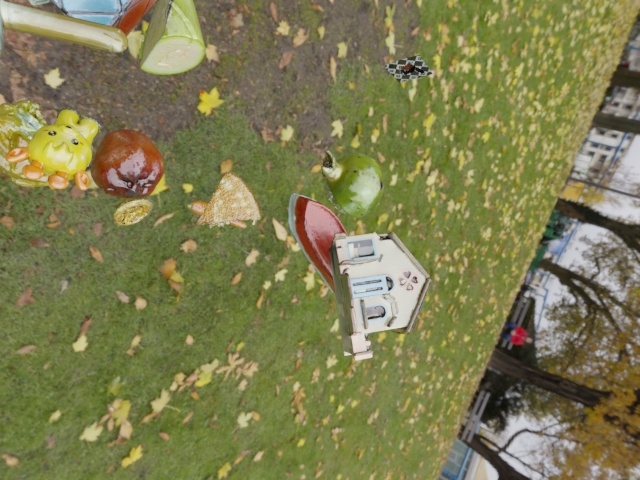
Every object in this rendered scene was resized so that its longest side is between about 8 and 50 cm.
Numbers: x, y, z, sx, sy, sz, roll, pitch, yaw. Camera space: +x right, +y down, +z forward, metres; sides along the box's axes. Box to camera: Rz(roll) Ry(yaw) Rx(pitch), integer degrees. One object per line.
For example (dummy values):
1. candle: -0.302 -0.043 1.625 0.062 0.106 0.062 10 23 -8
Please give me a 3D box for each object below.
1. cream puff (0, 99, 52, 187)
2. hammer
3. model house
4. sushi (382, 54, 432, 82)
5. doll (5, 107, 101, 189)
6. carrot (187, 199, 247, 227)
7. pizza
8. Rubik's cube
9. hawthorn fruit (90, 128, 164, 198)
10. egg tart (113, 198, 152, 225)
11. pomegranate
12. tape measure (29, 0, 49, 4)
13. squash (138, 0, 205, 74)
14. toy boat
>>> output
1. cream puff: -1.036 -0.306 1.424 0.274 0.323 0.269 -43 -171 34
2. hammer: -0.515 -0.397 0.742 0.306 0.113 0.201 -1 79 -30
3. model house: 0.166 0.133 1.095 0.169 0.245 0.325 134 -51 -72
4. sushi: 0.288 -0.571 1.348 0.120 0.126 0.026 18 75 -52
5. doll: -0.537 -0.181 0.849 0.143 0.220 0.135 24 123 -30
6. carrot: -0.426 -0.109 1.698 0.271 0.066 0.062 21 68 -43
7. pizza: -0.300 -0.104 1.301 0.199 0.188 0.062 -30 -179 -1
8. Rubik's cube: -0.591 -0.678 1.100 0.205 0.205 0.207 -44 -158 12
9. hawthorn fruit: -0.809 -0.328 1.749 0.295 0.295 0.311 64 26 -61
10. egg tart: -0.598 -0.100 1.305 0.129 0.049 0.129 -33 167 -8
11. pomegranate: 0.119 -0.238 1.660 0.341 0.261 0.260 32 81 -45
12. tape measure: -0.917 -0.956 1.377 0.262 0.138 0.259 -24 151 -24
13. squash: -0.517 -0.753 1.372 0.210 0.234 0.308 -17 88 -44
14. toy boat: 0.000 0.000 1.272 0.145 0.133 0.331 -37 111 -24
